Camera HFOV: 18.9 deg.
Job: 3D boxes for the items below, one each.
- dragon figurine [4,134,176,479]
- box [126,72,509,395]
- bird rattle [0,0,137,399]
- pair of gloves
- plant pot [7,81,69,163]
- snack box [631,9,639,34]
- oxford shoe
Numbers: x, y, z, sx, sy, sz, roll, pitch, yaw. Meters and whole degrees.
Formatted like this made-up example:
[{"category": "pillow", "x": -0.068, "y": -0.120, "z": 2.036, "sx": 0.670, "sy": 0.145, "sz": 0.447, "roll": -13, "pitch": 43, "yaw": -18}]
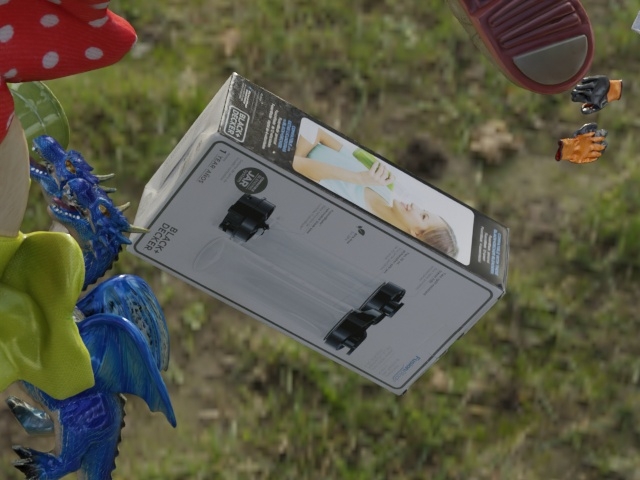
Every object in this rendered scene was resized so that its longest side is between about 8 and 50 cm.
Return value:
[{"category": "dragon figurine", "x": -0.136, "y": 0.077, "z": 1.191, "sx": 0.144, "sy": 0.289, "sz": 0.085, "roll": -25, "pitch": 28, "yaw": 4}, {"category": "box", "x": 0.000, "y": 0.000, "z": 1.673, "sx": 0.290, "sy": 0.169, "sz": 0.087, "roll": 28, "pitch": 39, "yaw": -15}, {"category": "bird rattle", "x": -0.174, "y": -0.017, "z": 0.825, "sx": 0.207, "sy": 0.253, "sz": 0.143, "roll": -32, "pitch": 64, "yaw": -34}, {"category": "pair of gloves", "x": 0.244, "y": -0.109, "z": 1.742, "sx": 0.074, "sy": 0.083, "sz": 0.010, "roll": -6, "pitch": 23, "yaw": -45}, {"category": "plant pot", "x": -0.251, "y": -0.079, "z": 1.498, "sx": 0.083, "sy": 0.083, "sz": 0.079, "roll": 25, "pitch": 45, "yaw": 20}, {"category": "snack box", "x": 0.319, "y": -0.237, "z": 1.554, "sx": 0.064, "sy": 0.178, "sz": 0.022, "roll": 27, "pitch": 9, "yaw": 7}, {"category": "oxford shoe", "x": 0.133, "y": -0.291, "z": 1.832, "sx": 0.123, "sy": 0.130, "sz": 0.348, "roll": -27, "pitch": 95, "yaw": -6}]
